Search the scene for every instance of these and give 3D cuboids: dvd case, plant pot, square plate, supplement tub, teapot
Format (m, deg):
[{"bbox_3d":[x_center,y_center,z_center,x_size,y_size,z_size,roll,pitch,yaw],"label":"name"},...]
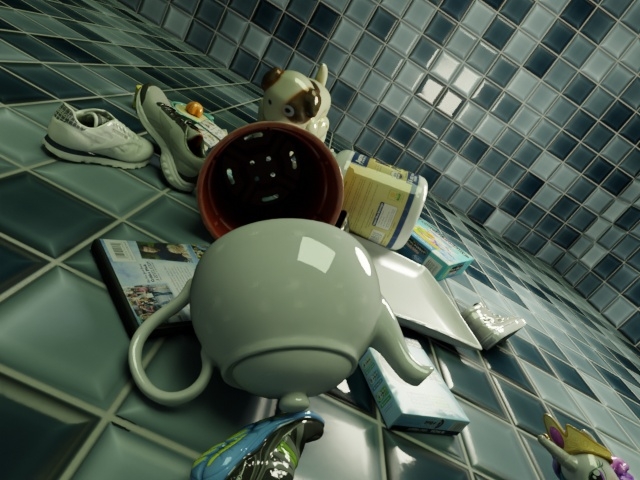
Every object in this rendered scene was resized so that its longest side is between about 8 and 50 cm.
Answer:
[{"bbox_3d":[-0.194,0.067,0.624,0.253,0.022,0.180,6,34,-50],"label":"dvd case"},{"bbox_3d":[-0.115,-0.131,0.871,0.273,0.272,0.265,25,15,-21],"label":"plant pot"},{"bbox_3d":[0.196,0.119,1.024,0.344,0.049,0.347,23,23,-22],"label":"square plate"},{"bbox_3d":[0.122,-0.126,1.170,0.317,0.228,0.228,21,21,2],"label":"supplement tub"},{"bbox_3d":[-0.044,0.108,0.486,0.253,0.256,0.186,34,38,-41],"label":"teapot"}]

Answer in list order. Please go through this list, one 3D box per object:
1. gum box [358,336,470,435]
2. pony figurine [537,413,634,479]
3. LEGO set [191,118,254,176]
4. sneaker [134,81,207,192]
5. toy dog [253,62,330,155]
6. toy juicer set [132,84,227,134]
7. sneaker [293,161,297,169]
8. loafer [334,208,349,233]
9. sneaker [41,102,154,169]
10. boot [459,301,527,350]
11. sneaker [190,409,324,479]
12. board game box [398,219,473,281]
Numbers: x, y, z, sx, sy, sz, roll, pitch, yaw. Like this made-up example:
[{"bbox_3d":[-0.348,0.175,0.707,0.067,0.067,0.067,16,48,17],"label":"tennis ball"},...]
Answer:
[{"bbox_3d":[0.147,0.238,0.700,0.157,0.041,0.184,20,23,-29],"label":"gum box"},{"bbox_3d":[0.466,0.415,0.511,0.352,0.302,0.363,15,41,-20],"label":"pony figurine"},{"bbox_3d":[-0.265,-0.227,1.130,0.244,0.060,0.182,37,31,-8],"label":"LEGO set"},{"bbox_3d":[-0.319,-0.243,0.903,0.271,0.108,0.100,61,22,11],"label":"sneaker"},{"bbox_3d":[-0.085,-0.509,1.564,0.285,0.395,0.408,43,13,1],"label":"toy dog"},{"bbox_3d":[-0.370,-0.355,1.210,0.329,0.089,0.209,9,31,-47],"label":"toy juicer set"},{"bbox_3d":[-0.024,-0.195,1.362,0.083,0.084,0.215,15,26,-49],"label":"sneaker"},{"bbox_3d":[0.000,0.000,0.905,0.096,0.084,0.267,18,27,15],"label":"loafer"},{"bbox_3d":[-0.418,-0.206,0.808,0.090,0.094,0.235,35,18,13],"label":"sneaker"},{"bbox_3d":[0.484,0.221,1.137,0.259,0.095,0.123,4,42,-50],"label":"boot"},{"bbox_3d":[-0.055,0.230,0.420,0.188,0.067,0.078,6,63,-62],"label":"sneaker"},{"bbox_3d":[0.393,0.024,1.470,0.254,0.079,0.336,43,23,25],"label":"board game box"}]
